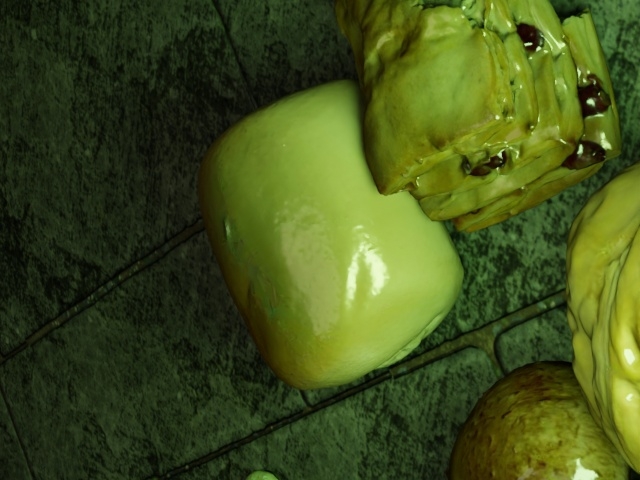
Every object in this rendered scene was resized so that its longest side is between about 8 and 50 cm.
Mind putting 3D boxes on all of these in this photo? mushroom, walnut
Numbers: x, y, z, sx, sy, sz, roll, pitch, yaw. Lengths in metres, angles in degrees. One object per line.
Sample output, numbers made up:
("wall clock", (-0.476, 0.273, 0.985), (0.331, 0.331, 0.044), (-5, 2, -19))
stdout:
("mushroom", (0.318, 0.302, 1.663), (0.356, 0.331, 0.334), (-4, 64, 21))
("walnut", (0.409, 0.084, 1.431), (0.354, 0.308, 0.397), (-120, 19, -63))

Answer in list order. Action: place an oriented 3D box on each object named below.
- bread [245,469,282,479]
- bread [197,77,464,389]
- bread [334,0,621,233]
("bread", (-0.094, 0.486, 2.355), (0.207, 0.056, 0.286), (38, 127, 34))
("bread", (0.000, 0.000, 1.935), (0.348, 0.253, 0.376), (-30, 80, 48))
("bread", (0.157, -0.205, 1.732), (0.314, 0.192, 0.370), (-33, 75, 50))
